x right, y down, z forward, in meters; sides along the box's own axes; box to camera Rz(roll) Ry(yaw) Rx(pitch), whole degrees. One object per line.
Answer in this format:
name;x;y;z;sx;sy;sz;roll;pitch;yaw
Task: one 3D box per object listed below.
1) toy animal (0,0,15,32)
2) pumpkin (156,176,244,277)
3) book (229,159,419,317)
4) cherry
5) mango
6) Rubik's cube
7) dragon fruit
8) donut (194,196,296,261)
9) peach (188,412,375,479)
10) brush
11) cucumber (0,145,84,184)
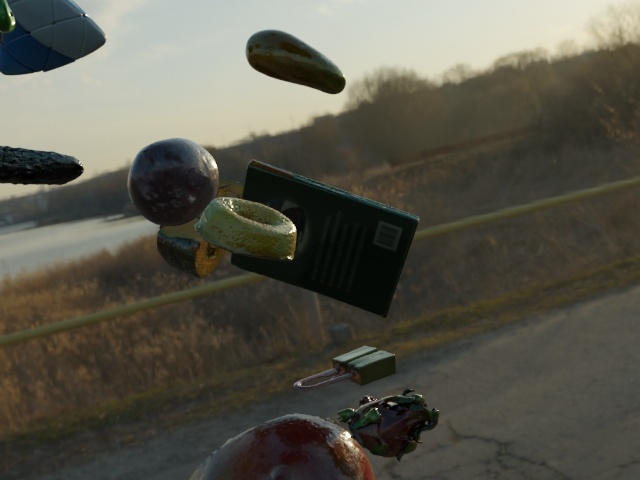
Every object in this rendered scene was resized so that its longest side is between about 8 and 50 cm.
toy animal;-0.628;-0.369;1.393;0.208;0.100;0.103;-20;0;-7
pumpkin;-0.332;-0.044;2.247;0.139;0.281;0.190;22;7;22
book;0.000;0.000;1.732;0.371;0.260;0.043;20;33;7
cherry;-0.345;-0.136;1.919;0.183;0.213;0.266;39;0;34
mango;-0.052;-0.367;1.687;0.227;0.099;0.136;27;6;12
Rubik's cube;-0.609;-0.496;1.889;0.254;0.254;0.254;-11;6;1
dragon fruit;0.136;0.335;1.525;0.175;0.138;0.142;-32;-40;14
donut;-0.120;-0.022;1.373;0.178;0.065;0.162;8;18;-44
peach;-0.073;0.542;1.561;0.406;0.335;0.310;-27;43;-8
brush;0.044;0.287;1.756;0.233;0.047;0.103;-15;14;-36
cucumber;-0.585;-0.140;1.531;0.081;0.072;0.303;-13;-10;38
